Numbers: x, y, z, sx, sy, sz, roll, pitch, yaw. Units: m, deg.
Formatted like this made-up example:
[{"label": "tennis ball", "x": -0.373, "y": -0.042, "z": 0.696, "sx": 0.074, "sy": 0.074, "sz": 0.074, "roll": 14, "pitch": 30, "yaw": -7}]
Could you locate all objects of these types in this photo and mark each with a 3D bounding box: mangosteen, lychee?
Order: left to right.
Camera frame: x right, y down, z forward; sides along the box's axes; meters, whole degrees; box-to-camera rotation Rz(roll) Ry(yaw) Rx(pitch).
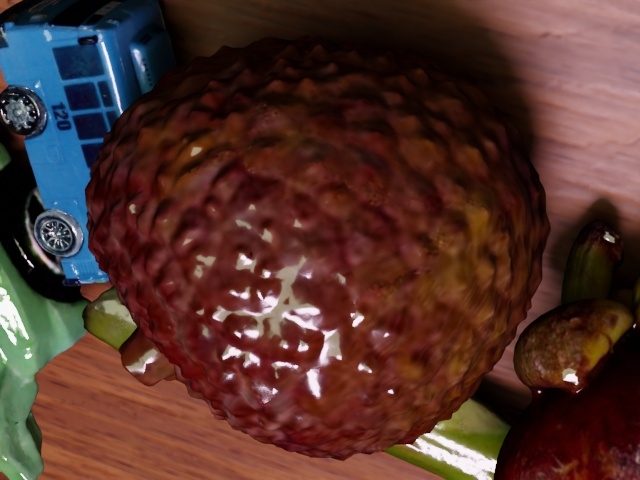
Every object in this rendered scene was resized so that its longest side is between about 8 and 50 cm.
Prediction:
[{"label": "lychee", "x": 0.000, "y": 0.000, "z": 0.691, "sx": 0.260, "sy": 0.260, "sz": 0.261, "roll": 9, "pitch": 118, "yaw": 17}, {"label": "mangosteen", "x": 0.200, "y": 0.110, "z": 0.706, "sx": 0.215, "sy": 0.215, "sz": 0.257, "roll": -16, "pitch": 80, "yaw": 27}]

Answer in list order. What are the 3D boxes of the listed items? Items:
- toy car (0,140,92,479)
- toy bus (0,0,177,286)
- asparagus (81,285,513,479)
[{"label": "toy car", "x": -0.302, "y": -0.001, "z": 0.843, "sx": 0.213, "sy": 0.176, "sz": 0.359, "roll": -21, "pitch": 105, "yaw": 27}, {"label": "toy bus", "x": -0.138, "y": -0.070, "z": 0.798, "sx": 0.106, "sy": 0.090, "sz": 0.185, "roll": -2, "pitch": 116, "yaw": 21}, {"label": "asparagus", "x": 0.006, "y": 0.096, "z": 0.831, "sx": 0.343, "sy": 0.085, "sz": 0.082, "roll": 20, "pitch": 114, "yaw": 6}]
